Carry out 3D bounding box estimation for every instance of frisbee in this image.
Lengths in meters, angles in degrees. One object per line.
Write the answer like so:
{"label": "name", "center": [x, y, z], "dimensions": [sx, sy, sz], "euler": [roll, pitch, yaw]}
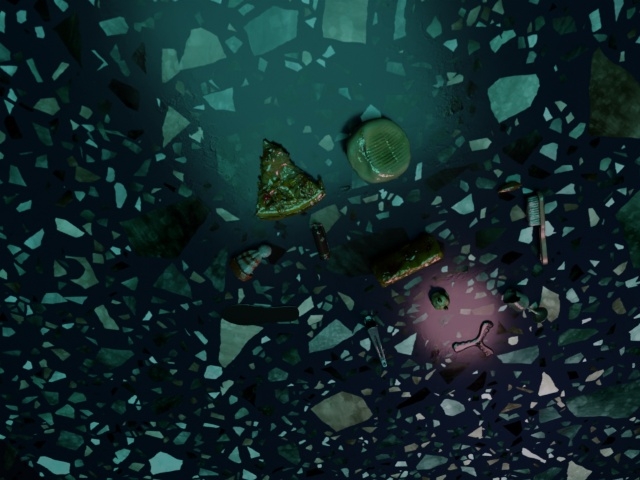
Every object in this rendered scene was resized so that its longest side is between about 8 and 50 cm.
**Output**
{"label": "frisbee", "center": [0.723, 0.465, 1.985], "dimensions": [0.187, 0.012, 0.211], "euler": [39, 105, -21]}

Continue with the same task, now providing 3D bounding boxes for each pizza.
{"label": "pizza", "center": [-0.104, -0.203, 1.567], "dimensions": [0.251, 0.074, 0.287], "euler": [1, 117, -8]}

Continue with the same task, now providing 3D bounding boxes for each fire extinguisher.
{"label": "fire extinguisher", "center": [0.000, 0.000, 1.685], "dimensions": [0.064, 0.043, 0.158], "euler": [-29, 119, -25]}

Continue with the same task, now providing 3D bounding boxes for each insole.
{"label": "insole", "center": [-0.248, 0.306, 1.827], "dimensions": [0.322, 0.007, 0.109], "euler": [-2, 117, -5]}

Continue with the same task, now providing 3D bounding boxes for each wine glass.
{"label": "wine glass", "center": [0.867, 0.276, 1.873], "dimensions": [0.195, 0.079, 0.079], "euler": [29, 109, -18]}

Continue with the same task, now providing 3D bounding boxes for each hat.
{"label": "hat", "center": [-0.259, 0.072, 1.677], "dimensions": [0.162, 0.112, 0.093], "euler": [-44, 139, 4]}
{"label": "hat", "center": [0.504, 0.257, 1.844], "dimensions": [0.076, 0.059, 0.077], "euler": [-16, 120, 8]}

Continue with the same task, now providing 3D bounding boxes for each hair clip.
{"label": "hair clip", "center": [0.248, 0.443, 1.911], "dimensions": [0.048, 0.083, 0.275], "euler": [-23, 122, 0]}

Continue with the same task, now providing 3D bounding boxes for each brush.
{"label": "brush", "center": [0.851, -0.043, 1.734], "dimensions": [0.065, 0.070, 0.327], "euler": [-10, 119, 20]}

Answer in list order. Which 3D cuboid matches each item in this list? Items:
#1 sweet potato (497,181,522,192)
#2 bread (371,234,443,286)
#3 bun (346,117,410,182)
{"label": "sweet potato", "center": [0.711, -0.201, 1.659], "dimensions": [0.095, 0.034, 0.034], "euler": [-19, 115, 0]}
{"label": "bread", "center": [0.332, 0.079, 1.701], "dimensions": [0.271, 0.139, 0.077], "euler": [-26, 124, 9]}
{"label": "bun", "center": [0.188, -0.303, 1.512], "dimensions": [0.229, 0.145, 0.229], "euler": [2, 86, -24]}
